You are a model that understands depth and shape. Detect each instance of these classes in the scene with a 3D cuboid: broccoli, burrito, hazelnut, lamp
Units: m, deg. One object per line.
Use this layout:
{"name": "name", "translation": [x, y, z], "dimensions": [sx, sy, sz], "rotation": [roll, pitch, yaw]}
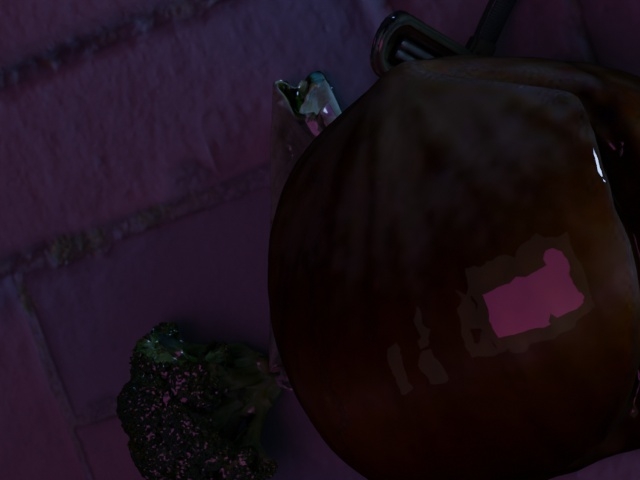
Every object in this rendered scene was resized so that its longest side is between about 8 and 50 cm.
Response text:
{"name": "broccoli", "translation": [-0.118, 0.167, 1.793], "dimensions": [0.195, 0.156, 0.195], "rotation": [41, 155, 24]}
{"name": "burrito", "translation": [-0.002, -0.001, 1.730], "dimensions": [0.096, 0.066, 0.309], "rotation": [4, 103, 24]}
{"name": "hazelnut", "translation": [0.147, 0.030, 1.493], "dimensions": [0.409, 0.359, 0.359], "rotation": [-29, 91, 30]}
{"name": "lamp", "translation": [0.180, -0.207, 1.519], "dimensions": [0.283, 0.203, 0.124], "rotation": [-24, 75, 32]}
